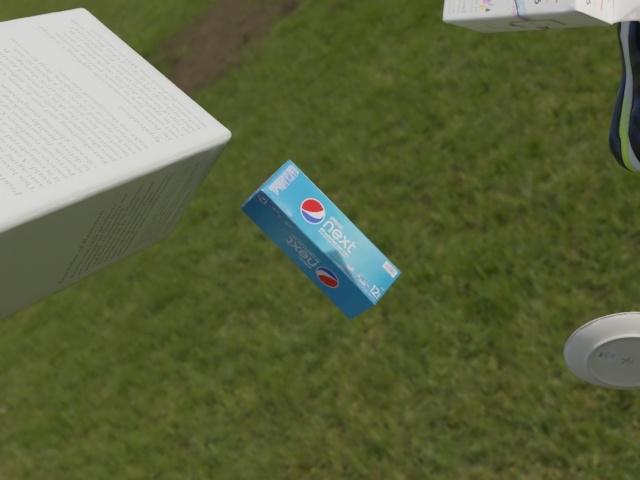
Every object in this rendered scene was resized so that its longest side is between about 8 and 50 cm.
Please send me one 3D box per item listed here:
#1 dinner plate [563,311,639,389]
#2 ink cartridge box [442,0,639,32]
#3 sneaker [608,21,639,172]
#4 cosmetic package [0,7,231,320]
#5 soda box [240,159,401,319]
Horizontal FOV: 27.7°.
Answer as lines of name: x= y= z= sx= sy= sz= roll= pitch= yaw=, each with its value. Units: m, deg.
dinner plate: x=0.333 y=0.125 z=1.398 sx=0.141 sy=0.141 sz=0.017 roll=-25 pitch=39 yaw=31
ink cartridge box: x=0.214 y=-0.260 z=1.212 sx=0.198 sy=0.067 sz=0.115 roll=5 pitch=89 yaw=45
sneaker: x=0.360 y=-0.167 z=1.320 sx=0.084 sy=0.235 sz=0.097 roll=-15 pitch=28 yaw=-27
cosmetic package: x=-0.306 y=-0.069 z=1.224 sx=0.161 sy=0.230 sz=0.453 roll=-55 pitch=-12 yaw=27
soda box: x=0.000 y=0.000 z=1.686 sx=0.067 sy=0.210 sz=0.071 roll=-47 pitch=6 yaw=-34
